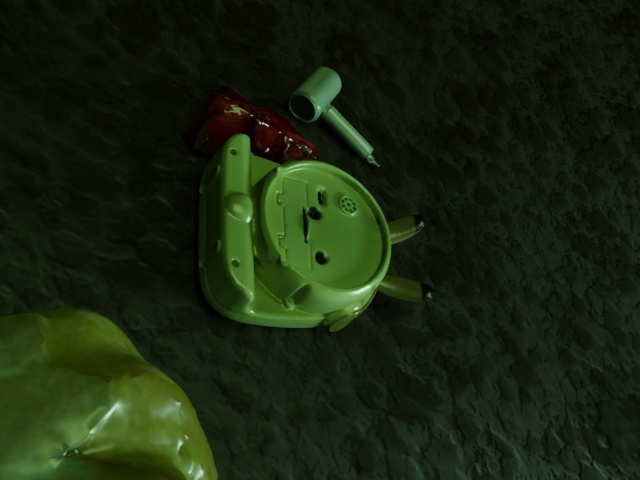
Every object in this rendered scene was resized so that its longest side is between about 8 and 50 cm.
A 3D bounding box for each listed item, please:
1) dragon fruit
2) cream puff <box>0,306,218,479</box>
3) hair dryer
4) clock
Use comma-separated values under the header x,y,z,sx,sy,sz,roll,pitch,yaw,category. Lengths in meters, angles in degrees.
x,y,z,sx,sy,sz,roll,pitch,yaw,category
-0.055,-0.109,0.839,0.131,0.063,0.097,31,51,-14,dragon fruit
-0.182,0.203,0.427,0.274,0.269,0.323,19,60,0,cream puff
0.025,-0.128,0.925,0.124,0.038,0.063,45,48,-10,hair dryer
0.000,0.000,0.805,0.232,0.069,0.170,11,57,-28,clock
